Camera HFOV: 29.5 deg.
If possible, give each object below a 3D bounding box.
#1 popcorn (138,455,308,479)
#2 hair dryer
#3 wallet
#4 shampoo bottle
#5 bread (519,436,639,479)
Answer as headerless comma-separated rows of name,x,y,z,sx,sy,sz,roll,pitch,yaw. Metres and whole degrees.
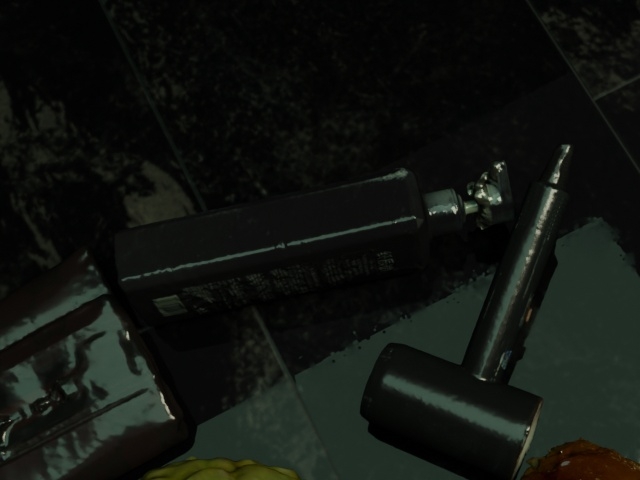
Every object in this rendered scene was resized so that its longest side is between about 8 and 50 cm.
popcorn,-0.058,0.251,0.801,0.206,0.251,0.237,-33,66,1
hair dryer,0.127,0.041,0.922,0.128,0.070,0.255,19,87,15
wallet,-0.241,0.133,0.970,0.229,0.049,0.182,-31,73,-2
shampoo bottle,0.000,0.000,0.959,0.309,0.098,0.071,-11,65,3
bread,0.149,0.236,0.799,0.139,0.077,0.271,29,41,25
